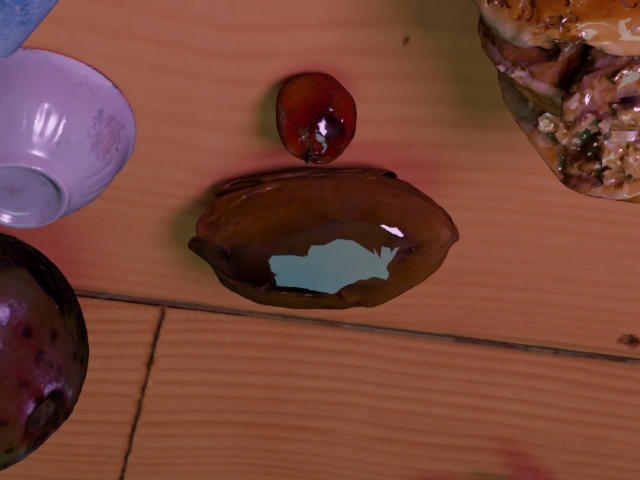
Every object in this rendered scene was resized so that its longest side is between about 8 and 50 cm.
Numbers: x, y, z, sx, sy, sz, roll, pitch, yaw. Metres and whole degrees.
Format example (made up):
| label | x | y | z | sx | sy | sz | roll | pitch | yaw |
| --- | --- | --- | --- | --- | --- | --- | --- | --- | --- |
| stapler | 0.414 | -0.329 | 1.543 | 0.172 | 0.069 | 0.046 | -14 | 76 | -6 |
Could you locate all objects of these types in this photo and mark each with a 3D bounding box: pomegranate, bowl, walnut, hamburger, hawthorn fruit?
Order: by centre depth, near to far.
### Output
| label | x | y | z | sx | sy | sz | roll | pitch | yaw |
| --- | --- | --- | --- | --- | --- | --- | --- | --- | --- |
| hamburger | 0.221 | -0.154 | 0.996 | 0.245 | 0.261 | 0.211 | 8 | 143 | 25 |
| hawthorn fruit | -0.003 | -0.101 | 1.197 | 0.077 | 0.077 | 0.077 | -1 | 140 | -1 |
| bowl | -0.253 | -0.067 | 1.216 | 0.189 | 0.086 | 0.189 | -1 | 140 | -1 |
| walnut | 0.000 | 0.000 | 1.276 | 0.245 | 0.137 | 0.137 | -7 | 140 | 7 |
| pomegranate | -0.366 | 0.099 | 1.320 | 0.305 | 0.242 | 0.242 | 7 | 143 | 17 |

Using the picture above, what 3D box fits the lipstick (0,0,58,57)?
| label | x | y | z | sx | sy | sz | roll | pitch | yaw |
| --- | --- | --- | --- | --- | --- | --- | --- | --- | --- |
| lipstick | -0.182 | -0.238 | 1.032 | 0.068 | 0.061 | 0.274 | 25 | 134 | -26 |
